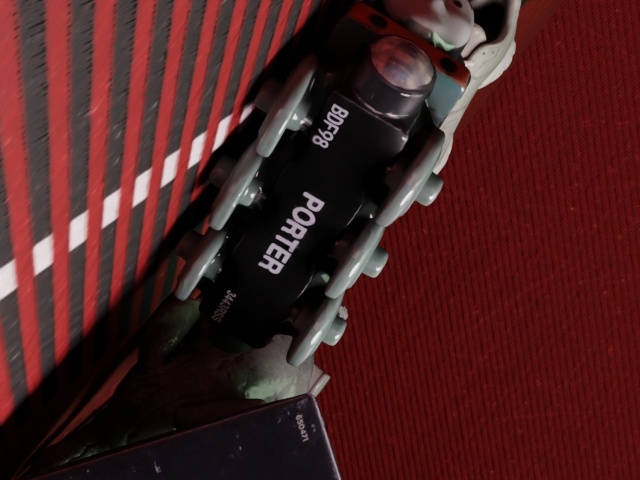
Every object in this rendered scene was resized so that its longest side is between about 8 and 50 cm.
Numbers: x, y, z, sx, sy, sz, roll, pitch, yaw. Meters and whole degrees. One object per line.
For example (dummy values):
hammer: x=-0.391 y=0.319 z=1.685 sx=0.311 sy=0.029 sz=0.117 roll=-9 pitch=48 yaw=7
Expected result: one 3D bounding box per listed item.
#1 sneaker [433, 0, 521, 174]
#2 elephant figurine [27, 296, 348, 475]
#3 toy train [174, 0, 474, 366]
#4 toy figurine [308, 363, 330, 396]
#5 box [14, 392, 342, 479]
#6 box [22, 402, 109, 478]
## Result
sneaker: x=0.120 y=-0.166 z=1.860 sx=0.262 sy=0.099 sz=0.121 roll=-57 pitch=172 yaw=-27
elephant figurine: x=-0.116 y=0.138 z=1.611 sx=0.239 sy=0.169 sz=0.186 roll=-8 pitch=110 yaw=-61
toy train: x=0.004 y=-0.052 z=1.324 sx=0.334 sy=0.142 sz=0.190 roll=-58 pitch=-176 yaw=46
toy figurine: x=-0.109 y=0.223 z=2.444 sx=0.213 sy=0.148 sz=0.209 roll=-43 pitch=166 yaw=-46
box: x=-0.124 y=0.248 z=1.402 sx=0.296 sy=0.182 sz=0.294 roll=-16 pitch=171 yaw=-5
box: x=-0.252 y=0.309 z=1.709 sx=0.262 sy=0.127 sz=0.231 roll=-53 pitch=176 yaw=29
